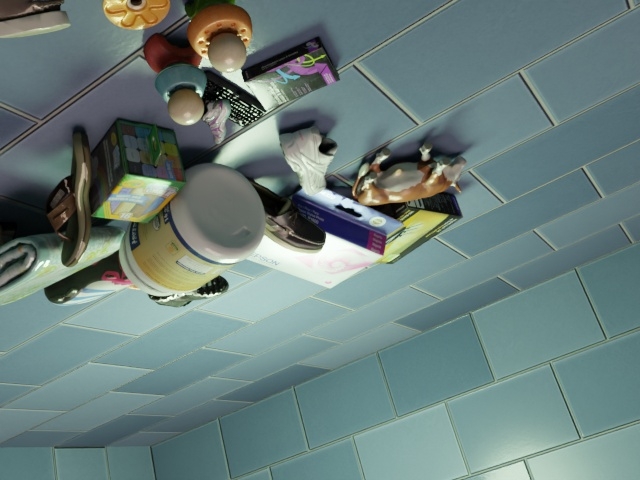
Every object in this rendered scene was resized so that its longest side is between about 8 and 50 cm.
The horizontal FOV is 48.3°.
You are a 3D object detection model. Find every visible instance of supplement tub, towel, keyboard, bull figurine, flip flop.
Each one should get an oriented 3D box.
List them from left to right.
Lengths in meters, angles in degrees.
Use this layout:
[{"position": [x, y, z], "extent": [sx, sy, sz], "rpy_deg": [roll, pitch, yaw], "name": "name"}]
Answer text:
[{"position": [-0.671, 0.067, 1.610], "extent": [0.375, 0.090, 0.320], "rpy_deg": [-24, -178, 18], "name": "towel"}, {"position": [-0.496, -0.079, 1.397], "extent": [0.080, 0.112, 0.277], "rpy_deg": [-2, 121, -29], "name": "flip flop"}, {"position": [-0.295, -0.013, 1.599], "extent": [0.228, 0.228, 0.316], "rpy_deg": [6, 155, -40], "name": "supplement tub"}, {"position": [-0.191, -0.257, 1.393], "extent": [0.100, 0.038, 0.192], "rpy_deg": [-28, 153, 25], "name": "keyboard"}, {"position": [0.232, -0.162, 1.788], "extent": [0.311, 0.101, 0.188], "rpy_deg": [-15, 155, -4], "name": "bull figurine"}]

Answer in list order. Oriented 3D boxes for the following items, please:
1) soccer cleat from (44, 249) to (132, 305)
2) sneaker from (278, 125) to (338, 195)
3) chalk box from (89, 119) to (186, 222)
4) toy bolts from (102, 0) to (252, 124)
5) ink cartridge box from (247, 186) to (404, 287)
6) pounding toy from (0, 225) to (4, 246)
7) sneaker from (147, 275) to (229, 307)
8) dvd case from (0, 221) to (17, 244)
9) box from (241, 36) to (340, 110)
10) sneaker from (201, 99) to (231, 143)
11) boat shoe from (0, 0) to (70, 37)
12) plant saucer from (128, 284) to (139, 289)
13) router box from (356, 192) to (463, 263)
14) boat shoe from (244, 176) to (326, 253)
[{"position": [-0.546, 0.079, 1.836], "extent": [0.331, 0.115, 0.143], "rpy_deg": [-18, 172, 9], "name": "soccer cleat"}, {"position": [-0.008, -0.179, 1.618], "extent": [0.115, 0.090, 0.232], "rpy_deg": [-22, 156, 6], "name": "sneaker"}, {"position": [-0.358, -0.145, 1.413], "extent": [0.132, 0.132, 0.213], "rpy_deg": [7, 148, -41], "name": "chalk box"}, {"position": [-0.231, -0.295, 1.135], "extent": [0.218, 0.158, 0.228], "rpy_deg": [-4, 153, -25], "name": "toy bolts"}, {"position": [0.000, 0.000, 1.921], "extent": [0.324, 0.071, 0.330], "rpy_deg": [22, 142, -30], "name": "ink cartridge box"}, {"position": [-0.755, -0.002, 1.477], "extent": [0.130, 0.100, 0.141], "rpy_deg": [-26, 146, 0], "name": "pounding toy"}, {"position": [-0.388, 0.149, 2.106], "extent": [0.235, 0.078, 0.106], "rpy_deg": [-7, 158, -10], "name": "sneaker"}, {"position": [-0.824, 0.010, 1.591], "extent": [0.253, 0.022, 0.180], "rpy_deg": [0, 151, -32], "name": "dvd case"}, {"position": [-0.055, -0.314, 1.364], "extent": [0.162, 0.029, 0.116], "rpy_deg": [-20, 156, 12], "name": "box"}, {"position": [-0.214, -0.230, 1.366], "extent": [0.069, 0.038, 0.098], "rpy_deg": [1, 131, -21], "name": "sneaker"}, {"position": [-0.521, -0.317, 0.984], "extent": [0.325, 0.096, 0.116], "rpy_deg": [-10, -164, -5], "name": "boat shoe"}, {"position": [-0.453, 0.078, 1.954], "extent": [0.200, 0.037, 0.200], "rpy_deg": [-13, 155, -6], "name": "plant saucer"}, {"position": [0.217, -0.038, 2.068], "extent": [0.243, 0.081, 0.309], "rpy_deg": [6, 148, -40], "name": "router box"}, {"position": [-0.099, -0.061, 1.711], "extent": [0.285, 0.102, 0.092], "rpy_deg": [29, 129, -17], "name": "boat shoe"}]
